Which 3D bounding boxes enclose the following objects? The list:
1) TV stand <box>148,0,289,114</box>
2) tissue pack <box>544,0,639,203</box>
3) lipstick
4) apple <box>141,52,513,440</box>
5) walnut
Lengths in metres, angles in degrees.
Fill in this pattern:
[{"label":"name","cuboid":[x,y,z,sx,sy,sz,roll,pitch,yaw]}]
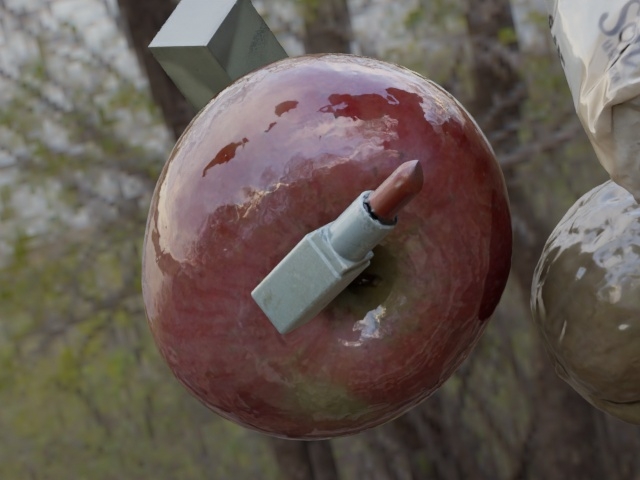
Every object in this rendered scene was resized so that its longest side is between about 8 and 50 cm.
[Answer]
[{"label":"TV stand","cuboid":[-0.059,-0.130,2.030,0.088,0.269,0.083,5,53,41]},{"label":"tissue pack","cuboid":[0.321,-0.224,1.445,0.390,0.195,0.375,-24,44,8]},{"label":"lipstick","cuboid":[0.014,0.000,1.021,0.030,0.030,0.129,-26,-15,-49]},{"label":"apple","cuboid":[0.000,0.000,1.728,0.344,0.345,0.269,-15,24,-8]},{"label":"walnut","cuboid":[0.302,0.054,1.773,0.248,0.248,0.248,-12,13,3]}]
